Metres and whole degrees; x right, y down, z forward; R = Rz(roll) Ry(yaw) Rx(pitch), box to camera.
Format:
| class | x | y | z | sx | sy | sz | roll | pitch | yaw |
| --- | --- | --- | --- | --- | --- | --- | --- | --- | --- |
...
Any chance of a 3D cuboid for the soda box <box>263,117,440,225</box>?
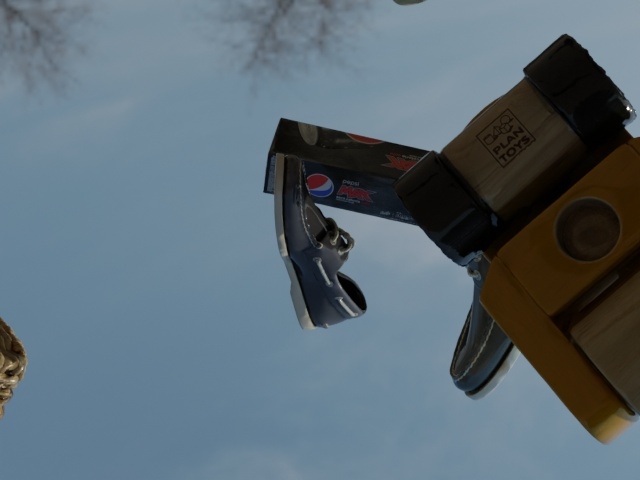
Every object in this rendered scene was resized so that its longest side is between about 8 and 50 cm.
| class | x | y | z | sx | sy | sz | roll | pitch | yaw |
| --- | --- | --- | --- | --- | --- | --- | --- | --- | --- |
| soda box | 0.033 | -0.065 | 1.351 | 0.169 | 0.053 | 0.060 | 13 | -137 | 3 |

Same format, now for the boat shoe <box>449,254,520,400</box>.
| class | x | y | z | sx | sy | sz | roll | pitch | yaw |
| --- | --- | --- | --- | --- | --- | --- | --- | --- | --- |
| boat shoe | 0.186 | 0.006 | 1.451 | 0.099 | 0.319 | 0.116 | 20 | -176 | -13 |

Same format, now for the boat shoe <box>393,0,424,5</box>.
| class | x | y | z | sx | sy | sz | roll | pitch | yaw |
| --- | --- | --- | --- | --- | --- | --- | --- | --- | --- |
| boat shoe | 0.125 | -0.294 | 1.442 | 0.133 | 0.049 | 0.042 | -41 | -157 | 20 |

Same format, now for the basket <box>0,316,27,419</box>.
| class | x | y | z | sx | sy | sz | roll | pitch | yaw |
| --- | --- | --- | --- | --- | --- | --- | --- | --- | --- |
| basket | -0.454 | 0.132 | 1.364 | 0.299 | 0.223 | 0.213 | 33 | -169 | 32 |

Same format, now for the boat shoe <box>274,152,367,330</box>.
| class | x | y | z | sx | sy | sz | roll | pitch | yaw |
| --- | --- | --- | --- | --- | --- | --- | --- | --- | --- |
| boat shoe | 0.000 | 0.000 | 1.214 | 0.065 | 0.206 | 0.075 | -4 | -133 | 7 |

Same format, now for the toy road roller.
| class | x | y | z | sx | sy | sz | roll | pitch | yaw |
| --- | --- | --- | --- | --- | --- | --- | --- | --- | --- |
| toy road roller | 0.241 | 0.006 | 1.181 | 0.202 | 0.240 | 0.329 | -42 | -115 | 9 |
